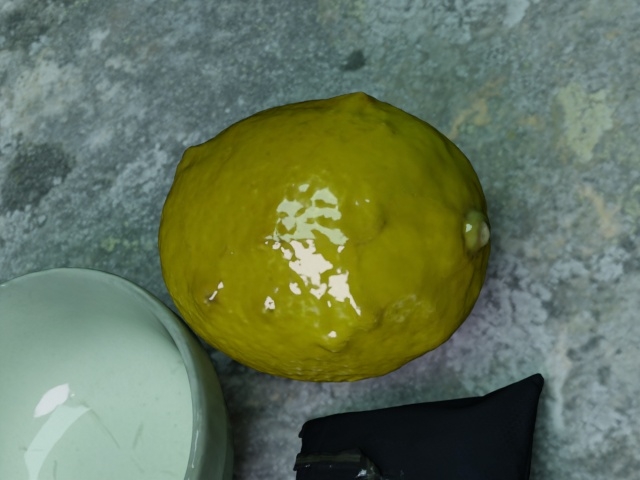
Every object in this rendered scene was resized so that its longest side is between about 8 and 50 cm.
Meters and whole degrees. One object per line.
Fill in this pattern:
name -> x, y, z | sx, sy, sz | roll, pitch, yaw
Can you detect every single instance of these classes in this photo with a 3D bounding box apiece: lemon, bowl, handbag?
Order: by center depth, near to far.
handbag -> 0.056, 0.200, 0.952 | 0.211, 0.088, 0.254 | -14, 31, 23
lemon -> 0.000, 0.000, 1.017 | 0.288, 0.233, 0.233 | 2, 71, 29
bowl -> -0.202, 0.185, 1.065 | 0.307, 0.163, 0.307 | -9, 66, 20
